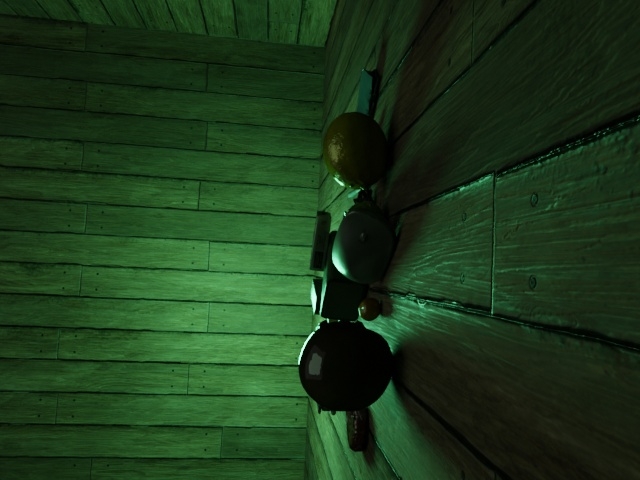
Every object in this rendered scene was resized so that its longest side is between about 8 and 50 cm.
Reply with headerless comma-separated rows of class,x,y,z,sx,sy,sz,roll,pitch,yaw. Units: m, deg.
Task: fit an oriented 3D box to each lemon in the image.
lemon,0.121,-0.310,1.607,0.235,0.236,0.263,101,151,-50

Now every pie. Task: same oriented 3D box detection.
pie,0.134,0.688,1.751,0.218,0.054,0.204,112,161,-71

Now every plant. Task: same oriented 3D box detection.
plant,0.171,-0.120,1.767,0.085,0.087,0.174,-21,68,56

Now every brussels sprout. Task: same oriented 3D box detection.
brussels sprout,0.163,-0.054,1.585,0.122,0.152,0.149,35,102,40

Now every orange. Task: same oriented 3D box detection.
orange,0.170,0.237,1.592,0.083,0.070,0.083,-168,90,-70

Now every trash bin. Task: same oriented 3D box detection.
trash bin,0.095,0.141,1.960,0.343,0.159,0.222,-86,4,-53

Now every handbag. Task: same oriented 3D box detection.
handbag,0.193,-0.576,1.892,0.144,0.057,0.220,-102,16,-53

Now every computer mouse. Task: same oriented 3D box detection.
computer mouse,0.134,0.030,1.510,0.095,0.197,0.330,-54,-15,-36

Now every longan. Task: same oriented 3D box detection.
longan,0.077,0.375,1.396,0.297,0.298,0.296,-177,90,-84

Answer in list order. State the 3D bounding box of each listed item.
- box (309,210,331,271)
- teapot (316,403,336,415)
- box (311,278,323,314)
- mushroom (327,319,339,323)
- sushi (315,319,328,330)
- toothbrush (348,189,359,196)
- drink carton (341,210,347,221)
box,0.000,0.000,2.031,0.155,0.067,0.242,-98,16,-77
teapot,0.052,0.723,2.122,0.239,0.163,0.148,-40,48,39
box,0.053,0.269,2.140,0.274,0.179,0.138,-106,20,-74
mushroom,0.072,0.287,2.387,0.122,0.095,0.351,-56,26,38
sushi,0.024,0.538,2.466,0.225,0.137,0.126,-87,13,-51
toothbrush,0.165,-0.218,2.086,0.342,0.025,0.030,-161,72,-83
drink carton,0.128,-0.066,2.107,0.199,0.075,0.084,103,168,-52
